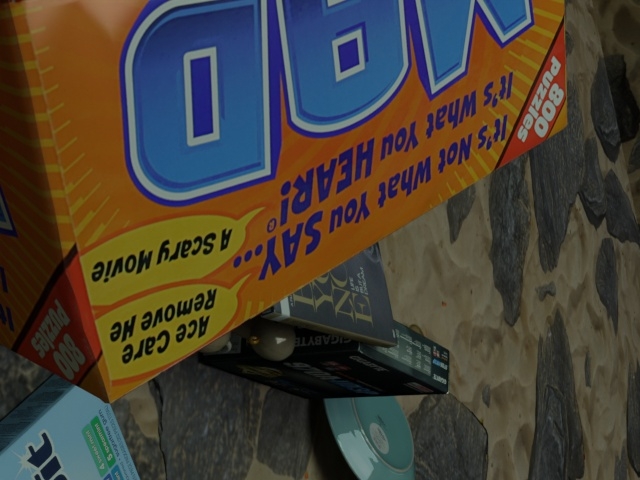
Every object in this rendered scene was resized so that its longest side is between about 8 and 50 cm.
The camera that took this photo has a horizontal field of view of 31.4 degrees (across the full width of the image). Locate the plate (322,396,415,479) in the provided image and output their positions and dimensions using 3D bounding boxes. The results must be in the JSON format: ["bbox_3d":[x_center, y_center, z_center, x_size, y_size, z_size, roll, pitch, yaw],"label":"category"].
[{"bbox_3d":[0.065,0.214,1.333,0.188,0.024,0.188,46,27,-32],"label":"plate"}]

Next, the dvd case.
[{"bbox_3d":[0.000,0.000,0.974,0.221,0.018,0.165,21,55,-58],"label":"dvd case"}]

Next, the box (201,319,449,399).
[{"bbox_3d":[0.011,0.117,1.155,0.220,0.175,0.051,32,56,-57],"label":"box"}]

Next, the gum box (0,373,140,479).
[{"bbox_3d":[-0.207,0.209,0.861,0.184,0.041,0.157,-46,124,-55],"label":"gum box"}]

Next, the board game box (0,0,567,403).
[{"bbox_3d":[-0.116,-0.195,0.624,0.356,0.356,0.356,-30,124,-38],"label":"board game box"}]

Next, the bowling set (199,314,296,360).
[{"bbox_3d":[-0.099,-0.014,0.923,0.287,0.154,0.200,6,116,-60],"label":"bowling set"}]

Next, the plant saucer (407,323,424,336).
[{"bbox_3d":[0.122,0.154,1.530,0.083,0.015,0.083,22,65,-59],"label":"plant saucer"}]
